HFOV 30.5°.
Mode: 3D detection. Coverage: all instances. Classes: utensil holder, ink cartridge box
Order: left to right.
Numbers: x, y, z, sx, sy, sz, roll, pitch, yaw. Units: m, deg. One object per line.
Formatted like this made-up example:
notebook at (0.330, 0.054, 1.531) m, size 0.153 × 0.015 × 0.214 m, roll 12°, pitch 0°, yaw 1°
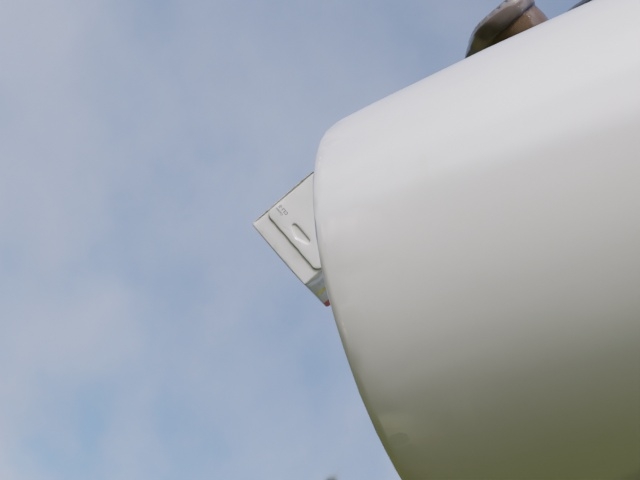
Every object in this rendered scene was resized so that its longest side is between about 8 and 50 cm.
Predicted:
ink cartridge box at (0.000, 0.000, 1.758) m, size 0.128 × 0.127 × 0.176 m, roll 48°, pitch -1°, yaw 17°
utensil holder at (0.232, -0.005, 0.706) m, size 0.385 × 0.327 × 0.327 m, roll -21°, pitch -56°, yaw 20°

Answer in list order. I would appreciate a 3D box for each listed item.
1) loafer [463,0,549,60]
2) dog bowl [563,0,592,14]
loafer at (0.281, -0.243, 1.751) m, size 0.130 × 0.134 × 0.366 m, roll 49°, pitch -2°, yaw 8°
dog bowl at (0.437, -0.134, 1.199) m, size 0.408 × 0.150 × 0.408 m, roll 5°, pitch -12°, yaw 1°
